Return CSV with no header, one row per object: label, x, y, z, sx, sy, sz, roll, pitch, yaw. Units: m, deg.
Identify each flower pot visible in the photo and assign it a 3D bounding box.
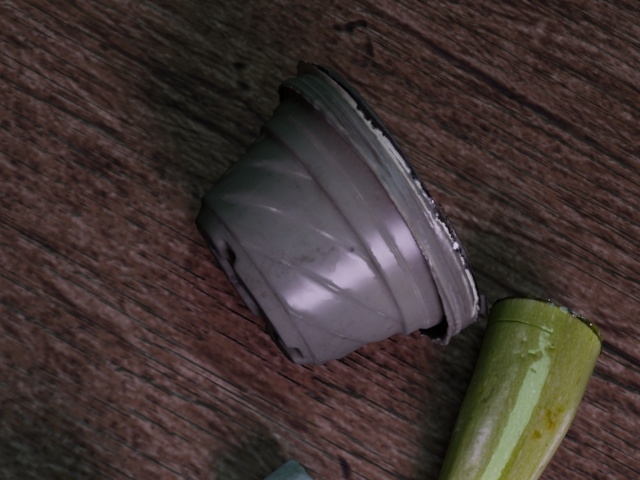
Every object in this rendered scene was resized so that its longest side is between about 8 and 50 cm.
flower pot,0.000,0.000,0.964,0.140,0.235,0.235,-34,75,-6

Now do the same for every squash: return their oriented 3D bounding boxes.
squash,0.127,0.150,0.987,0.094,0.094,0.224,31,65,1

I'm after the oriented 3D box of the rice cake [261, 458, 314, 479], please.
rice cake,0.055,0.296,0.882,0.066,0.063,0.336,-32,73,-24
